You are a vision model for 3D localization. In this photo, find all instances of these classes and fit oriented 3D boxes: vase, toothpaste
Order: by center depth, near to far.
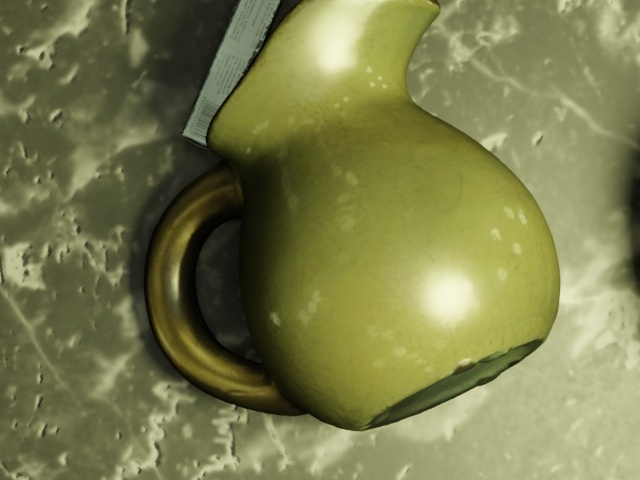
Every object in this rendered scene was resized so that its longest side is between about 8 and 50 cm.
[{"bbox_3d":[0.000,0.000,1.522,0.329,0.241,0.302,-30,78,21],"label":"vase"},{"bbox_3d":[-0.067,-0.150,1.587,0.034,0.046,0.164,23,87,-2],"label":"toothpaste"}]
